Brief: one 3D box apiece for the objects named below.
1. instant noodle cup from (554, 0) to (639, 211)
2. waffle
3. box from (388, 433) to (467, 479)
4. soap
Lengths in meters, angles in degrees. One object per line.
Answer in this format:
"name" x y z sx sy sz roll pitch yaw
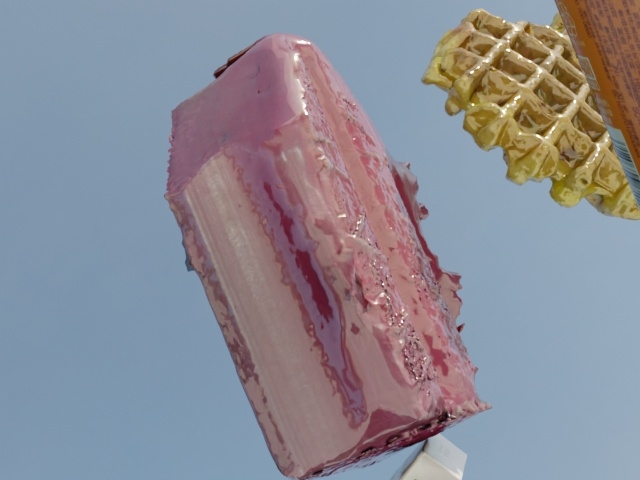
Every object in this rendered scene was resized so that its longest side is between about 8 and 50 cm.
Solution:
"instant noodle cup" 0.215 -0.096 0.487 0.230 0.230 0.182 -23 -75 -18
"waffle" 0.198 -0.117 0.906 0.253 0.249 0.056 14 -47 -19
"box" 0.045 0.214 0.805 0.040 0.084 0.154 37 -83 5
"soap" 0.000 0.000 0.802 0.127 0.324 0.220 -26 -14 19
